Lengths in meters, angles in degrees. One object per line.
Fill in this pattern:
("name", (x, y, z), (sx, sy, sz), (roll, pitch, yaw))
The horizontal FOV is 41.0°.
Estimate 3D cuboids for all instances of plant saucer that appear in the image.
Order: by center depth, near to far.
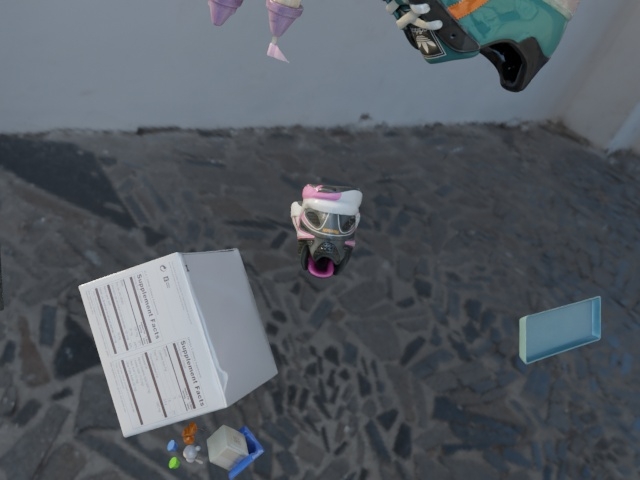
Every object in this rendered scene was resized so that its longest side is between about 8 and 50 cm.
("plant saucer", (0.340, 0.124, 1.211), (0.192, 0.067, 0.018), (-8, 9, -42))

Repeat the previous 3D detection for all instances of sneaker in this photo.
("sneaker", (0.103, -0.228, 0.774), (0.302, 0.121, 0.108), (19, 8, -26))
("sneaker", (0.000, 0.000, 0.826), (0.072, 0.077, 0.178), (7, -9, 4))

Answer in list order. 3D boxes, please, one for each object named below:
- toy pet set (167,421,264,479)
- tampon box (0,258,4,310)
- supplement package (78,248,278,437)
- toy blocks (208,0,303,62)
("toy pet set", (-0.136, 0.291, 1.123), (0.065, 0.114, 0.122), (35, 20, -32))
("tampon box", (-0.555, 0.022, 1.312), (0.101, 0.161, 0.120), (-10, 31, -31))
("supplement package", (-0.183, 0.129, 1.180), (0.262, 0.145, 0.204), (-3, 74, -78))
("toy blocks", (-0.131, -0.420, 1.178), (0.289, 0.260, 0.309), (29, 28, 11))
